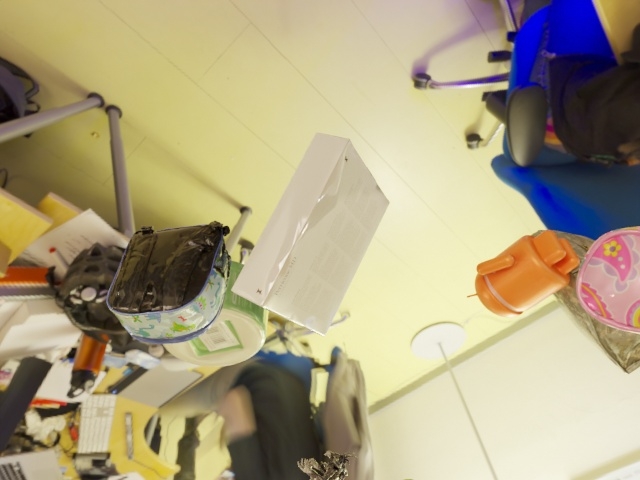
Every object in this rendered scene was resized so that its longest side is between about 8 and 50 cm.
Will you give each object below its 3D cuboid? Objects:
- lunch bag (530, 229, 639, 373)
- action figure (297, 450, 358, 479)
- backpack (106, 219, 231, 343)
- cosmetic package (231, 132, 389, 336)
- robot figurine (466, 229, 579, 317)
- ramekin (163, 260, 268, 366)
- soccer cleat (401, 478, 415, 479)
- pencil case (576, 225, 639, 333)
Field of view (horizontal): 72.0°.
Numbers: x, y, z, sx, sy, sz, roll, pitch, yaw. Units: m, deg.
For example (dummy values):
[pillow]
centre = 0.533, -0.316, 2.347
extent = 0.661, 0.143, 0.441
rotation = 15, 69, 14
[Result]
[lunch bag]
centre = 0.612, 0.106, 0.987
extent = 0.169, 0.235, 0.287
rotation = -41, 109, 15
[action figure]
centre = -0.012, 0.774, 1.443
extent = 0.276, 0.141, 0.164
rotation = -41, 146, -17
[backpack]
centre = -0.143, 0.047, 0.436
extent = 0.105, 0.114, 0.084
rotation = -4, 130, 5
[cosmetic package]
centre = 0.000, 0.000, 0.982
extent = 0.376, 0.098, 0.284
rotation = -63, 149, -11
[robot figurine]
centre = 0.411, 0.074, 0.910
extent = 0.158, 0.128, 0.219
rotation = -10, 148, -48
[ramekin]
centre = -0.282, 0.206, 1.186
extent = 0.304, 0.148, 0.303
rotation = -4, 132, -4
[soccer cleat]
centre = 0.135, 0.430, 0.663
extent = 0.073, 0.060, 0.178
rotation = -3, 107, -30
[pencil case]
centre = 0.408, 0.052, 0.547
extent = 0.284, 0.124, 0.124
rotation = 11, 131, -49
